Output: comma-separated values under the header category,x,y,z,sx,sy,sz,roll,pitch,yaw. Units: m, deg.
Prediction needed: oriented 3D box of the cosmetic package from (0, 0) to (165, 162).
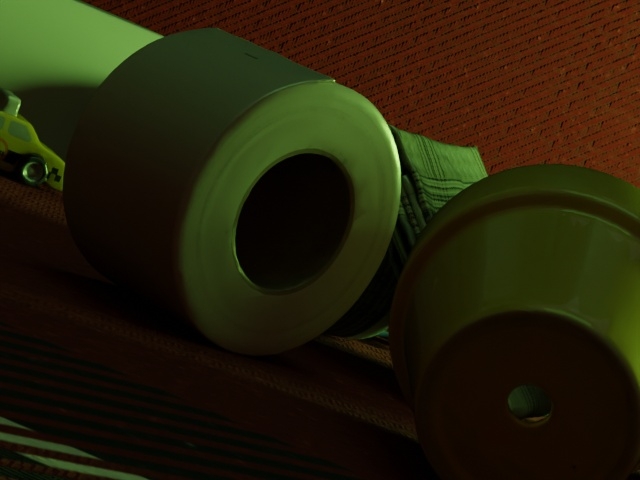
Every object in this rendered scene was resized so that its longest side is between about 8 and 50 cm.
category,x,y,z,sx,sy,sz,roll,pitch,yaw
cosmetic package,-0.401,-0.236,2.567,0.385,0.217,0.156,22,4,-34

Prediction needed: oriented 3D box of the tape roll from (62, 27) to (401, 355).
category,x,y,z,sx,sy,sz,roll,pitch,yaw
tape roll,-0.074,-0.042,1.687,0.246,0.246,0.169,19,7,-45

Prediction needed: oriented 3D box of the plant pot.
category,x,y,z,sx,sy,sz,roll,pitch,yaw
plant pot,0.168,0.090,1.481,0.254,0.254,0.239,23,19,4

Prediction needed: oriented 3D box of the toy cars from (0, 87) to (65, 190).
category,x,y,z,sx,sy,sz,roll,pitch,yaw
toy cars,-0.457,-0.168,2.250,0.393,0.087,0.176,24,4,17

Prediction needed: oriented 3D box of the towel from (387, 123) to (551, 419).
category,x,y,z,sx,sy,sz,roll,pitch,yaw
towel,0.149,0.031,1.929,0.056,0.312,0.324,-23,-12,22

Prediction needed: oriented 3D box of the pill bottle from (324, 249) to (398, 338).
category,x,y,z,sx,sy,sz,roll,pitch,yaw
pill bottle,0.000,0.000,1.993,0.318,0.176,0.176,20,5,-37

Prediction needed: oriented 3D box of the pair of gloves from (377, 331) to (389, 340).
category,x,y,z,sx,sy,sz,roll,pitch,yaw
pair of gloves,0.055,0.091,2.194,0.159,0.023,0.198,20,4,-40
